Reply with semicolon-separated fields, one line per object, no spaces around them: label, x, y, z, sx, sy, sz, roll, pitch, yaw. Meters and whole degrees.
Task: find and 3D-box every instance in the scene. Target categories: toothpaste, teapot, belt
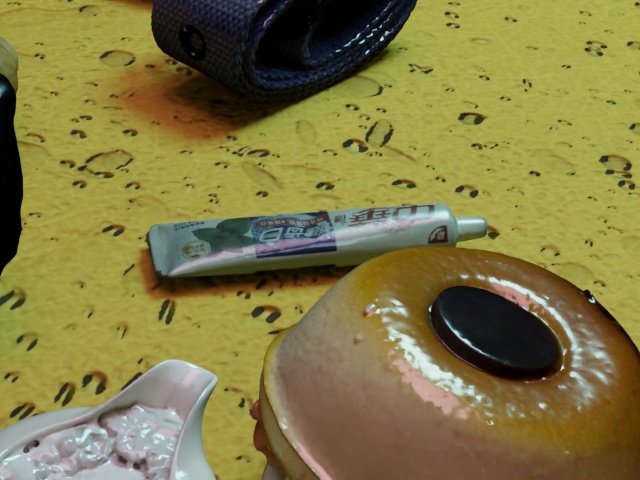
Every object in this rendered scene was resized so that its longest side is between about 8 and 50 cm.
toothpaste;0.000;0.000;1.129;0.234;0.038;0.060;-5;33;-8
teapot;-0.127;0.152;0.843;0.145;0.092;0.226;19;38;24
belt;-0.028;-0.202;1.330;0.126;0.139;0.230;31;44;32

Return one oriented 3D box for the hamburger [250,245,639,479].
hamburger;0.078;0.097;0.901;0.237;0.147;0.237;13;33;-9

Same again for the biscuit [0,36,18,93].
biscuit;-0.267;-0.090;1.202;0.118;0.061;0.183;-28;22;28

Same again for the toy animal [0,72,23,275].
toy animal;-0.311;-0.031;0.990;0.235;0.165;0.187;-1;26;-38
